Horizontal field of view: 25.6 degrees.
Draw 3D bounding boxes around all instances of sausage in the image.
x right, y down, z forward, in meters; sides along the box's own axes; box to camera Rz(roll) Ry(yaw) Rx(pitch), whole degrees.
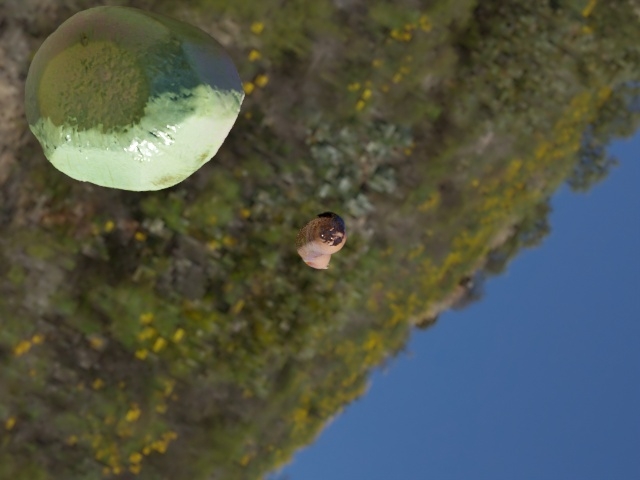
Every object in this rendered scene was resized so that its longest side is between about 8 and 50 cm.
[{"bbox_3d":[0.000,0.001,1.447,0.177,0.047,0.040,131,-23,-80],"label":"sausage"}]

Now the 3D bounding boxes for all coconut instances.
[{"bbox_3d":[-0.202,-0.151,1.521,0.236,0.204,0.236,-37,169,-8],"label":"coconut"}]
